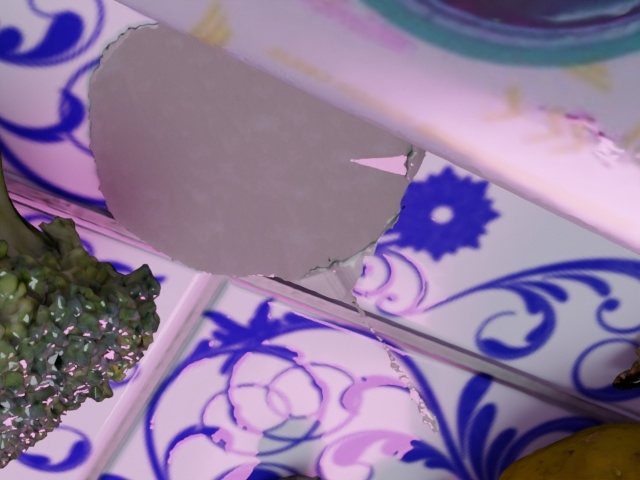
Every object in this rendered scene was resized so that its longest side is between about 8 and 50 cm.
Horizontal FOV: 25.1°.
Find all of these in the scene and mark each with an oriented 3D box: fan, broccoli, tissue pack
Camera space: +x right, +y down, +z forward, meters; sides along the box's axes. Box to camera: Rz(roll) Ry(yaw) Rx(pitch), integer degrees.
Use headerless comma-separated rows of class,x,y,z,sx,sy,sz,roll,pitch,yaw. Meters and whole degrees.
fan,0.000,-0.001,0.770,0.182,0.010,0.310,-22,123,12
broccoli,-0.201,0.030,0.685,0.198,0.226,0.176,24,105,-48
tissue pack,0.093,-0.171,0.558,0.388,0.162,0.287,24,125,-21

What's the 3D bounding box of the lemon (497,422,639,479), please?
lemon,0.175,0.216,0.832,0.204,0.204,0.260,12,125,-14

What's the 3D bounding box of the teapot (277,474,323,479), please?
teapot,-0.017,0.182,0.886,0.067,0.057,0.083,13,125,22

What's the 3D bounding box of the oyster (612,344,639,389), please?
oyster,0.239,0.064,0.827,0.132,0.029,0.086,-36,122,17
